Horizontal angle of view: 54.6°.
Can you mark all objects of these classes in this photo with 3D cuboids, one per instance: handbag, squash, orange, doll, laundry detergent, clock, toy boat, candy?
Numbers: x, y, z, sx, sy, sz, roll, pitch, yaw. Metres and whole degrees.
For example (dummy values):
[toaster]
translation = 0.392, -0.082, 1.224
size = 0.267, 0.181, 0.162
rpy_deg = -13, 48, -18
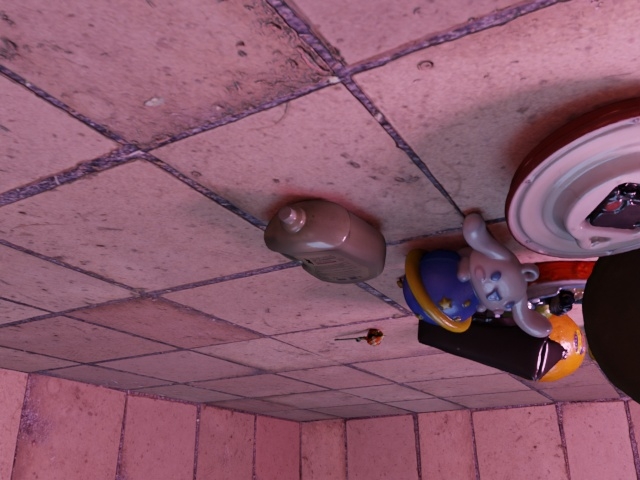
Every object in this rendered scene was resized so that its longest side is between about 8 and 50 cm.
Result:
[handbag]
translation = 0.381, 0.205, 1.357
size = 0.285, 0.114, 0.257
rpy_deg = 15, -175, 33
[squash]
translation = 0.482, 0.187, 1.558
size = 0.066, 0.066, 0.229
rpy_deg = 16, 153, -35
[orange]
translation = 0.577, 0.273, 1.623
size = 0.219, 0.193, 0.219
rpy_deg = 9, 173, 1
[doll]
translation = 0.300, 0.090, 1.195
size = 0.311, 0.160, 0.242
rpy_deg = 40, 115, -17
[laundry detergent]
translation = 0.000, 0.000, 1.068
size = 0.181, 0.091, 0.253
rpy_deg = -6, 158, 28
[clock]
translation = 0.415, -0.065, 0.852
size = 0.318, 0.080, 0.318
rpy_deg = -4, 145, -3
[toy boat]
translation = 0.552, 0.126, 1.327
size = 0.331, 0.133, 0.145
rpy_deg = 1, 159, -2
[candy]
translation = 0.112, 0.293, 1.846
size = 0.184, 0.049, 0.055
rpy_deg = -13, -161, 41

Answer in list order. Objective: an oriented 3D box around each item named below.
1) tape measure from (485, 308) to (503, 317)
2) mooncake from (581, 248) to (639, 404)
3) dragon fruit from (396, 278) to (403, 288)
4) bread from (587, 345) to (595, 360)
[tape measure]
translation = 0.407, 0.194, 1.552
size = 0.094, 0.091, 0.054
rpy_deg = 2, 159, 46
[mooncake]
translation = 0.624, 0.111, 1.008
size = 0.194, 0.357, 0.356
rpy_deg = 11, 155, -34
[dragon fruit]
translation = 0.240, 0.104, 1.354
size = 0.126, 0.068, 0.112
rpy_deg = 1, 157, -8
[bread]
translation = 0.954, 0.313, 1.811
size = 0.383, 0.112, 0.166
rpy_deg = 12, 152, -25
